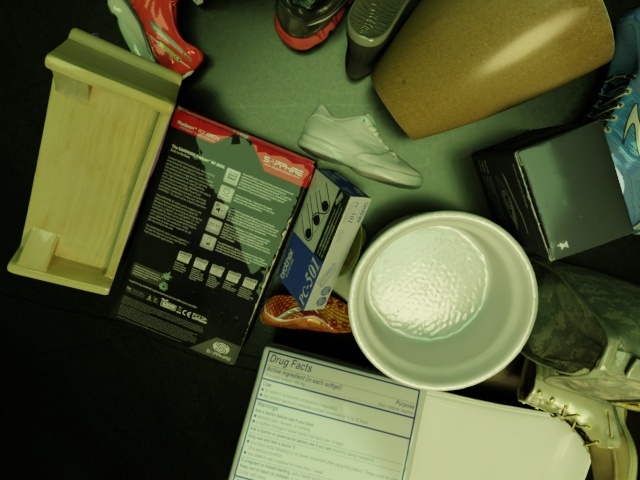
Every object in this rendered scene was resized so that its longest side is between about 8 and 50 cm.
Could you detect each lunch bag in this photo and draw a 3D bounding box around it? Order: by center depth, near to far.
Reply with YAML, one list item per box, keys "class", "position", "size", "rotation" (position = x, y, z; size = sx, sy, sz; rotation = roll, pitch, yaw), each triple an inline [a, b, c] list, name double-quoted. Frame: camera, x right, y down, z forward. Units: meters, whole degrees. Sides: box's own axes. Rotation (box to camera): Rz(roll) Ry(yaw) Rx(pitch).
- class: "lunch bag"
  position: [0.431, 0.148, 0.628]
  size: [0.235, 0.287, 0.168]
  rotation: [16, 102, -1]

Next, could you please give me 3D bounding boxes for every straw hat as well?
- class: "straw hat"
  position: [0.042, -0.011, 0.730]
  size: [0.061, 0.144, 0.144]
  rotation: [0, 105, -39]

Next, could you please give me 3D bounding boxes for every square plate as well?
- class: "square plate"
  position: [0.300, 0.448, 0.815]
  size: [0.344, 0.049, 0.347]
  rotation: [10, 102, -1]

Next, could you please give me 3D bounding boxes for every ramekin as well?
- class: "ramekin"
  position: [0.181, 0.083, 0.702]
  size: [0.277, 0.135, 0.277]
  rotation: [0, 100, 3]

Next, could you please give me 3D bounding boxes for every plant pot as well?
- class: "plant pot"
  position: [0.205, -0.264, 0.607]
  size: [0.254, 0.237, 0.237]
  rotation: [-33, 98, 25]

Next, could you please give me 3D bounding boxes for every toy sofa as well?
- class: "toy sofa"
  position: [-0.339, -0.110, 0.666]
  size: [0.150, 0.177, 0.362]
  rotation: [19, 119, -23]

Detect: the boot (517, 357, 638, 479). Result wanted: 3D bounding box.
- class: "boot"
  position: [0.414, 0.295, 0.719]
  size: [0.165, 0.213, 0.077]
  rotation: [18, 144, 1]

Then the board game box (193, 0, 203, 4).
- class: "board game box"
  position: [-0.211, -0.544, 0.483]
  size: [0.050, 0.390, 0.389]
  rotation: [-28, 99, -12]

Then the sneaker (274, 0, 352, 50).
- class: "sneaker"
  position: [0.033, -0.402, 0.616]
  size: [0.098, 0.135, 0.276]
  rotation: [42, 100, -3]

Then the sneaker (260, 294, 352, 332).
- class: "sneaker"
  position: [-0.019, 0.130, 0.768]
  size: [0.175, 0.067, 0.064]
  rotation: [14, 62, -15]

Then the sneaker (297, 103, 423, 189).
- class: "sneaker"
  position: [0.075, -0.153, 0.699]
  size: [0.212, 0.080, 0.094]
  rotation: [23, 90, 0]

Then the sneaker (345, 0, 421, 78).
- class: "sneaker"
  position: [0.102, -0.353, 0.647]
  size: [0.083, 0.118, 0.222]
  rotation: [37, 81, 0]

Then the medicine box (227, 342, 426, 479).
- class: "medicine box"
  position: [0.002, 0.341, 0.713]
  size: [0.264, 0.149, 0.289]
  rotation: [15, 77, 0]

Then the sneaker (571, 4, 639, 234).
- class: "sneaker"
  position: [0.442, -0.168, 0.643]
  size: [0.147, 0.130, 0.329]
  rotation: [-2, 102, 1]

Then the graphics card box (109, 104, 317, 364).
- class: "graphics card box"
  position: [-0.178, -0.002, 0.731]
  size: [0.233, 0.094, 0.370]
  rotation: [21, 101, -2]

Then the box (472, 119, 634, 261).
- class: "box"
  position: [0.318, -0.076, 0.628]
  size: [0.108, 0.207, 0.153]
  rotation: [-21, 100, 7]

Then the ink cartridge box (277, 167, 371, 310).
- class: "ink cartridge box"
  position: [0.000, 0.000, 0.696]
  size: [0.046, 0.097, 0.207]
  rotation: [0, 123, -38]

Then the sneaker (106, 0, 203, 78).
- class: "sneaker"
  position: [-0.268, -0.385, 0.667]
  size: [0.118, 0.107, 0.279]
  rotation: [-25, 107, -3]
